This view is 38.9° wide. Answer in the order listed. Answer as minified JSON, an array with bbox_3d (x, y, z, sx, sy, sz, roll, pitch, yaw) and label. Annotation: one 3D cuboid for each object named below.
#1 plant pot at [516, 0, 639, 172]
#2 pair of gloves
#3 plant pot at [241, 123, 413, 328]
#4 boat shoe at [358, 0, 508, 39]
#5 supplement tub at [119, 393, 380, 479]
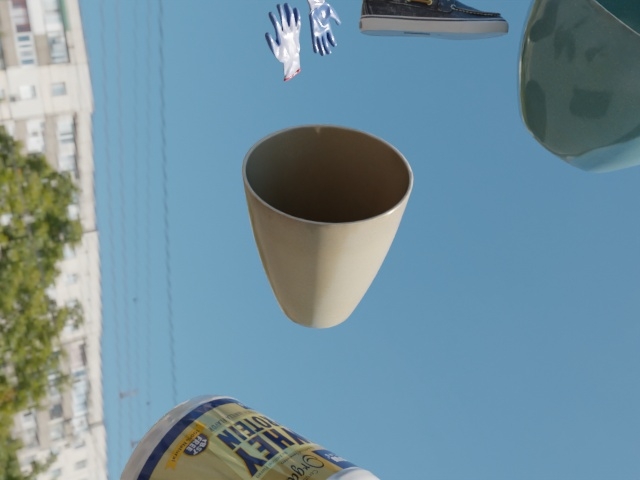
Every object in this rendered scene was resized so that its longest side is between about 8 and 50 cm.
[{"bbox_3d":[0.359,-0.199,1.130,0.290,0.290,0.195,55,-51,31],"label":"plant pot"},{"bbox_3d":[-0.033,-0.423,1.828,0.023,0.198,0.159,26,-37,36],"label":"pair of gloves"},{"bbox_3d":[0.000,0.000,1.436,0.256,0.256,0.274,47,-35,39],"label":"plant pot"},{"bbox_3d":[0.140,-0.292,1.108,0.065,0.183,0.083,-33,127,-82],"label":"boat shoe"},{"bbox_3d":[-0.056,0.336,1.042,0.316,0.228,0.228,22,-58,31],"label":"supplement tub"}]
